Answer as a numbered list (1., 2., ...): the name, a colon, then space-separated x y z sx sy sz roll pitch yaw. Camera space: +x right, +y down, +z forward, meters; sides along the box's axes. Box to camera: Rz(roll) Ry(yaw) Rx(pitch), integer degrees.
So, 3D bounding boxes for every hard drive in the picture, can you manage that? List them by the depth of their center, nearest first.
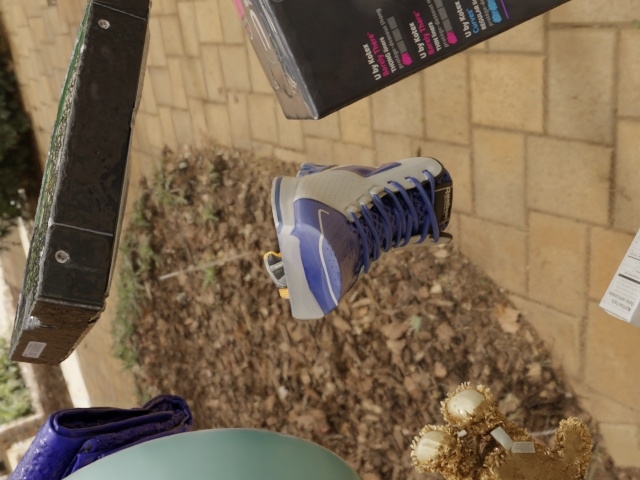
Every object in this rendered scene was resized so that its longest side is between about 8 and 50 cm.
1. hard drive: -0.241 -0.063 0.737 0.237 0.064 0.338 -38 46 55

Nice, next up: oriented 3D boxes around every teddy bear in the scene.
1. teddy bear: 0.296 0.353 1.075 0.338 0.245 0.113 17 140 17

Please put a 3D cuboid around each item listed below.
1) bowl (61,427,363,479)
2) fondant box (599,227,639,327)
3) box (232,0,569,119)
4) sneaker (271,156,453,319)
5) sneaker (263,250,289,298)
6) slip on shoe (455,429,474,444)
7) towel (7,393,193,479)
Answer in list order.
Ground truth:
1. bowl: -0.078 0.304 0.513 0.163 0.312 0.311 -121 28 -55
2. fondant box: 0.613 0.012 1.111 0.330 0.238 0.096 -64 12 7
3. box: 0.074 -0.216 0.599 0.143 0.271 0.165 65 174 -12
4. sneaker: 0.057 -0.033 0.808 0.315 0.182 0.127 -68 -31 -71
5. sneaker: 0.000 0.000 1.195 0.083 0.215 0.084 52 158 -10
6. slip on shoe: 0.296 0.475 1.711 0.041 0.135 0.051 15 123 56
7. towel: -0.268 0.305 0.768 0.076 0.228 0.308 38 99 22
